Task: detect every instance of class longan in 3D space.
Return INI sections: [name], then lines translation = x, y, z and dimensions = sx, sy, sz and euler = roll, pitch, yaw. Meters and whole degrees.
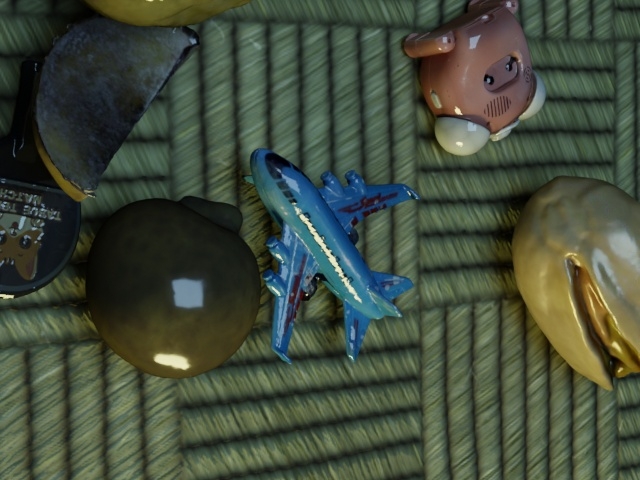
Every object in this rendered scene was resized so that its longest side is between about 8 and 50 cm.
[longan]
translation = -0.143, 0.037, 1.334
dimensions = 0.185, 0.159, 0.204
euler = 46, 55, -19

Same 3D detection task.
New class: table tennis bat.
[table tennis bat]
translation = -0.298, -0.060, 1.305
dimensions = 0.150, 0.027, 0.236
euler = 12, 88, -35

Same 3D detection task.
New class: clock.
[clock]
translation = 0.196, -0.195, 1.590
dimensions = 0.166, 0.093, 0.162
euler = -33, 112, -29

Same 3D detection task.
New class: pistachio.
[pistachio]
translation = 0.349, 0.053, 1.659
dimensions = 0.187, 0.187, 0.299
euler = -42, 120, -25

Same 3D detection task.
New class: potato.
[potato]
translation = -0.230, -0.134, 1.296
dimensions = 0.120, 0.100, 0.261
euler = 39, 46, -11

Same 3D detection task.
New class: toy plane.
[toy plane]
translation = 0.000, 0.000, 1.458
dimensions = 0.254, 0.105, 0.271
euler = -50, 116, -22

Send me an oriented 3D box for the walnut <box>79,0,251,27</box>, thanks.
[walnut]
translation = -0.142, -0.350, 1.251
dimensions = 0.277, 0.282, 0.253
euler = -8, 53, -43
